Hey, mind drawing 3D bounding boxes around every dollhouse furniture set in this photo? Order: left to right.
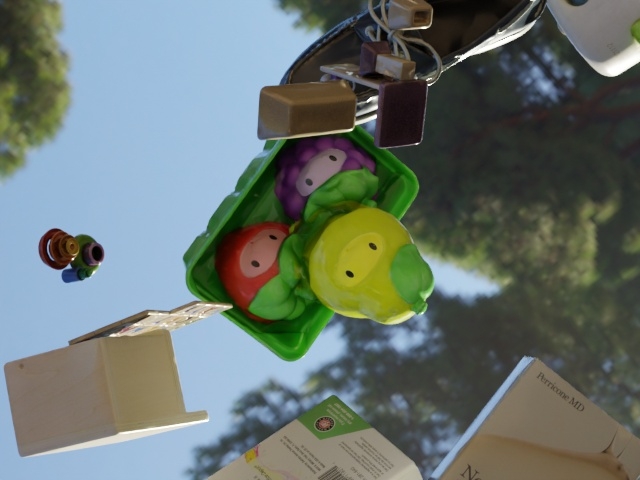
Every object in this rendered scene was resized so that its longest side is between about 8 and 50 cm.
[{"bbox_3d":[-0.002,-0.107,0.826,0.114,0.091,0.081,-10,-156,-36],"label":"dollhouse furniture set"}]

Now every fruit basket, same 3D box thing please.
[{"bbox_3d":[0.000,0.000,2.075,0.283,0.392,0.392,39,-147,-25],"label":"fruit basket"}]

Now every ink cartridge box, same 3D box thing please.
[{"bbox_3d":[-0.028,0.346,1.685,0.201,0.278,0.117,34,152,52],"label":"ink cartridge box"}]

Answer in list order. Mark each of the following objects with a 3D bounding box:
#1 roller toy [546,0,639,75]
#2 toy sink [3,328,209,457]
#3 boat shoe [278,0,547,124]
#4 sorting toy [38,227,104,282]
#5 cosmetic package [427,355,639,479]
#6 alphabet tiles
[{"bbox_3d":[0.383,-0.325,1.816,0.191,0.146,0.209,52,-158,-11],"label":"roller toy"},{"bbox_3d":[-0.272,0.193,1.753,0.234,0.153,0.131,6,-110,-64],"label":"toy sink"},{"bbox_3d":[0.080,-0.173,1.153,0.079,0.254,0.095,93,155,-78],"label":"boat shoe"},{"bbox_3d":[-0.280,0.018,1.574,0.102,0.042,0.061,11,-105,-55],"label":"sorting toy"},{"bbox_3d":[0.181,0.286,1.385,0.160,0.309,0.113,37,179,5],"label":"cosmetic package"},{"bbox_3d":[-0.245,0.121,1.856,0.237,0.198,0.009,15,-126,-75],"label":"alphabet tiles"}]
